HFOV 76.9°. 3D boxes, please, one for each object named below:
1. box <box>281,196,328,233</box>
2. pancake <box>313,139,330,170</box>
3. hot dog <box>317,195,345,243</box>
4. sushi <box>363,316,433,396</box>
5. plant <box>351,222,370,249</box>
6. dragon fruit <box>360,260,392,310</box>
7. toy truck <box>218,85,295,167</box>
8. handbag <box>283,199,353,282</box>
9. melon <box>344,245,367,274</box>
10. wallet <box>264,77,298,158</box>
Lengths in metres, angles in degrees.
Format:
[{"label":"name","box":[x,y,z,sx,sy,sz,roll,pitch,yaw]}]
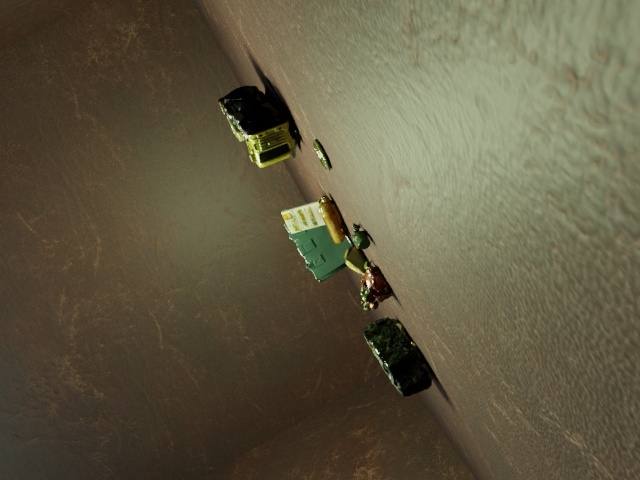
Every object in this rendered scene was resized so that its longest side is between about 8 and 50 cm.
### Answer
[{"label":"box","box":[-0.051,-0.109,1.792,0.032,0.221,0.122,-80,-29,-55]},{"label":"pancake","box":[0.004,-0.258,1.227,0.107,0.017,0.108,63,180,-1]},{"label":"hot dog","box":[0.054,-0.090,1.687,0.104,0.076,0.250,-92,-16,-48]},{"label":"sushi","box":[0.327,0.485,1.726,0.350,0.171,0.210,59,179,42]},{"label":"plant","box":[0.123,-0.015,1.291,0.051,0.051,0.102,62,-178,-40]},{"label":"dragon fruit","box":[0.198,0.171,1.480,0.142,0.174,0.138,14,154,43]},{"label":"toy truck","box":[-0.253,-0.443,1.595,0.405,0.181,0.253,51,163,45]},{"label":"handbag","box":[0.001,0.000,1.857,0.326,0.239,0.089,59,-172,15]},{"label":"melon","box":[0.156,0.085,1.686,0.128,0.079,0.160,42,174,8]},{"label":"wallet","box":[-0.154,-0.478,1.632,0.246,0.041,0.323,59,175,5]}]
